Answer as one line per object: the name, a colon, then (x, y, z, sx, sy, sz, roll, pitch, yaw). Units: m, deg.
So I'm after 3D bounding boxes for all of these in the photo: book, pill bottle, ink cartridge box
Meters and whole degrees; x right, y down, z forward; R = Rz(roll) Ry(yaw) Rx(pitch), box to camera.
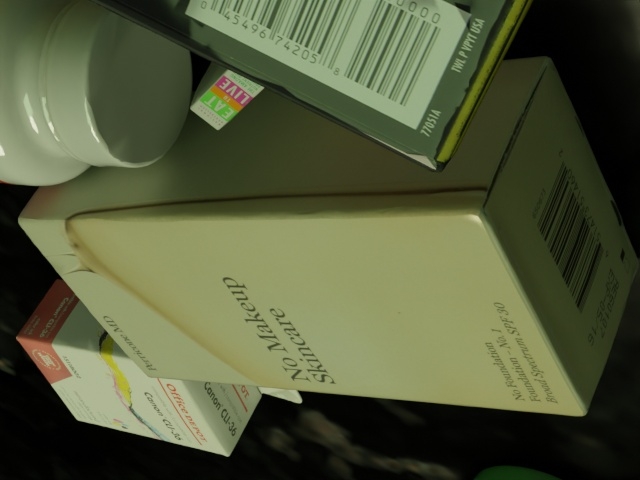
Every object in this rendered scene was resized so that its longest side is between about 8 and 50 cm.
book: (-0.001, -0.114, 0.549, 0.035, 0.096, 0.144, 37, 146, -14)
pill bottle: (-0.188, -0.095, 0.688, 0.221, 0.124, 0.124, 8, 142, 30)
ink cartridge box: (-0.124, 0.101, 0.956, 0.198, 0.067, 0.115, 6, 140, 30)

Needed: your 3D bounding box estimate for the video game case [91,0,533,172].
video game case: (-0.027, -0.190, 0.418, 0.274, 0.035, 0.248, 27, 118, 5)

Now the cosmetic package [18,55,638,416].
cosmetic package: (0.000, 0.000, 0.690, 0.309, 0.113, 0.160, -2, 136, 37)

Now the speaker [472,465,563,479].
speaker: (0.109, 0.311, 0.854, 0.131, 0.297, 0.131, 19, 146, 14)
